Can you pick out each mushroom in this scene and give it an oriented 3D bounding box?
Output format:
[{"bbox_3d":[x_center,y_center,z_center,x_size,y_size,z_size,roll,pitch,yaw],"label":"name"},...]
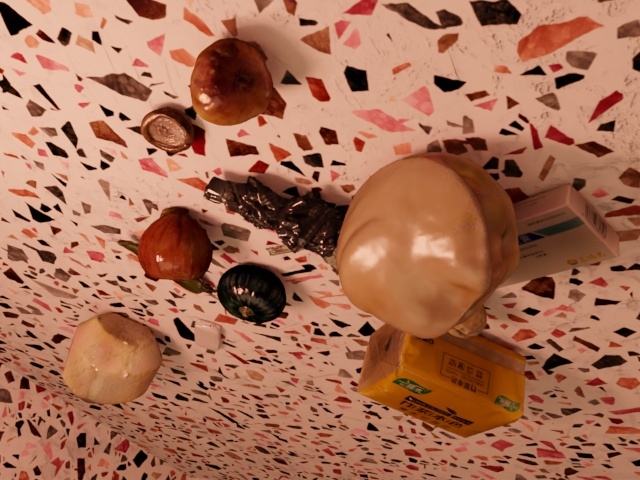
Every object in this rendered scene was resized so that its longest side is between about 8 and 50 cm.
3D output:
[{"bbox_3d":[-0.331,-0.242,1.538,0.123,0.052,0.123,7,141,6],"label":"mushroom"}]

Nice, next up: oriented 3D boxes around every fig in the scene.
[{"bbox_3d":[-0.377,0.010,1.830,0.205,0.205,0.205,12,147,8],"label":"fig"},{"bbox_3d":[-0.187,-0.285,1.357,0.159,0.159,0.257,29,165,-17],"label":"fig"}]

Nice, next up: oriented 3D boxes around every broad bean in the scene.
[{"bbox_3d":[-0.435,0.078,2.046,0.339,0.061,0.077,37,154,-27],"label":"broad bean"}]

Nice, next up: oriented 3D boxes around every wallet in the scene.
[{"bbox_3d":[-0.385,0.326,2.414,0.095,0.033,0.190,16,147,-2],"label":"wallet"}]

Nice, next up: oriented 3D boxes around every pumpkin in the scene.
[{"bbox_3d":[-0.192,0.154,1.977,0.202,0.140,0.202,10,147,6],"label":"pumpkin"}]

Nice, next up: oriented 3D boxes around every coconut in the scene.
[{"bbox_3d":[-0.738,0.433,2.494,0.352,0.353,0.353,12,147,8],"label":"coconut"}]

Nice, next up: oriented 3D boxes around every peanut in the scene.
[{"bbox_3d":[0.301,0.148,1.755,0.290,0.130,0.130,30,145,-22],"label":"peanut"}]

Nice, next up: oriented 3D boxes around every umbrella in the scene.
[{"bbox_3d":[-0.098,-0.082,1.615,0.336,0.154,0.128,32,151,13],"label":"umbrella"}]

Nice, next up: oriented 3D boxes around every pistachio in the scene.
[{"bbox_3d":[0.203,0.013,1.434,0.281,0.365,0.445,-15,176,-38],"label":"pistachio"}]

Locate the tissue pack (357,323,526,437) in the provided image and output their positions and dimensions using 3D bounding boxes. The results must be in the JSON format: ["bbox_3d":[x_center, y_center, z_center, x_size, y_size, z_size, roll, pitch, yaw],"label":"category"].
[{"bbox_3d":[0.337,0.378,1.981,0.382,0.228,0.293,26,148,-10],"label":"tissue pack"}]

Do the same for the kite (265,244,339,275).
[{"bbox_3d":[0.000,-0.001,1.776,0.368,0.014,0.406,-11,138,37],"label":"kite"}]

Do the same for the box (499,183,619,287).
[{"bbox_3d":[0.438,0.006,1.535,0.200,0.065,0.343,37,142,-28],"label":"box"}]
